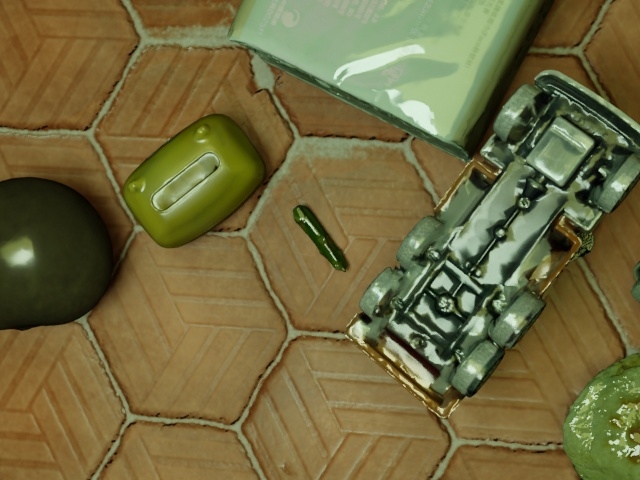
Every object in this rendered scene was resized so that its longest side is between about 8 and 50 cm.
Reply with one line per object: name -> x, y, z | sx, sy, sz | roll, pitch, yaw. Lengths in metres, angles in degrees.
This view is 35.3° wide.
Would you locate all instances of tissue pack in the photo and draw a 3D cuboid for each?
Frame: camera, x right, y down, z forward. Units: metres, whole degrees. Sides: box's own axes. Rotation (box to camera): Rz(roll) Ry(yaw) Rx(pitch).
tissue pack -> 0.128, -0.343, 1.215 | 0.331, 0.205, 0.405 | 28, 93, 12
tissue pack -> -0.163, -0.076, 1.293 | 0.178, 0.127, 0.123 | -38, 86, 6

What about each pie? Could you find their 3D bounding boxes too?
pie -> 0.420, 0.254, 1.222 | 0.201, 0.090, 0.248 | -43, 87, 1

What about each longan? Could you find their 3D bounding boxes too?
longan -> -0.376, 0.018, 1.286 | 0.220, 0.196, 0.197 | -12, 87, 13

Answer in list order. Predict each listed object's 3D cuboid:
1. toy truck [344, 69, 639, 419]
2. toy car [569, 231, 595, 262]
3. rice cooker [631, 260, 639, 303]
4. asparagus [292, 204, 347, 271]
toy truck -> 0.218, 0.004, 1.185 | 0.173, 0.207, 0.388 | 39, 101, 16
toy car -> 0.305, 0.013, 1.276 | 0.093, 0.025, 0.041 | -32, 82, 12
rice cooker -> 0.473, 0.079, 1.195 | 0.206, 0.145, 0.127 | 44, 82, 10
asparagus -> 0.001, 0.000, 1.320 | 0.025, 0.021, 0.108 | -38, 84, 9
